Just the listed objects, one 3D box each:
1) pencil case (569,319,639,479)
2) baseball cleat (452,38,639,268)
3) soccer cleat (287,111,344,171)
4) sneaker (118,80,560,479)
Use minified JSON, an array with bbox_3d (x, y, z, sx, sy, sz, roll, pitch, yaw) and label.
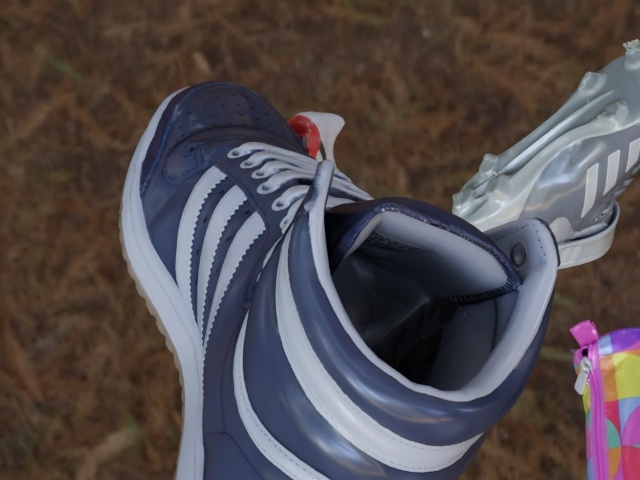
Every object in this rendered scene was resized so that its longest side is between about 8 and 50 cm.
[{"bbox_3d":[0.265,0.187,1.466,0.104,0.104,0.236,-6,69,2],"label":"pencil case"},{"bbox_3d":[0.188,-0.053,1.168,0.206,0.109,0.072,-33,37,27],"label":"baseball cleat"},{"bbox_3d":[-0.008,-0.020,0.792,0.029,0.083,0.035,29,31,34],"label":"soccer cleat"},{"bbox_3d":[0.000,0.000,0.634,0.099,0.153,0.282,12,40,-21],"label":"sneaker"}]
